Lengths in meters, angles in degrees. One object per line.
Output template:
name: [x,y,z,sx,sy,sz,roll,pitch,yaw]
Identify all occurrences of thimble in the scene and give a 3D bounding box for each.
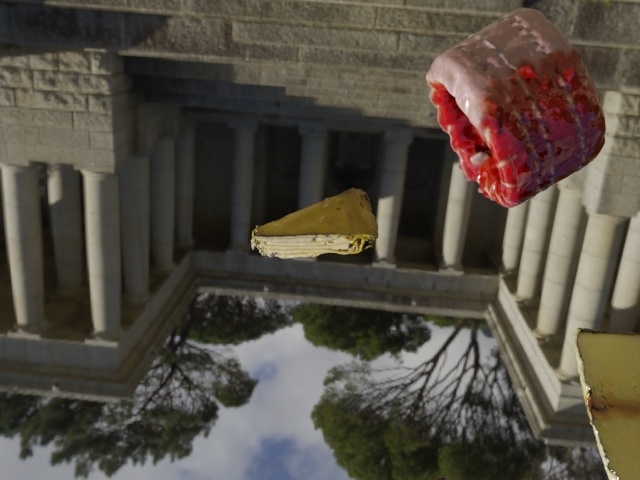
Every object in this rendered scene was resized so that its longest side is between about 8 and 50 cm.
thimble: [0.203,-0.135,0.684,0.125,0.189,0.163,-31,-141,3]

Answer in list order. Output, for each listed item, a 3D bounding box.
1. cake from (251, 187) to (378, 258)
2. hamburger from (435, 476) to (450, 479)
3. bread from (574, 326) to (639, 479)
cake: [0.000,0.003,0.944,0.185,0.080,0.116,-23,-129,-12]
hamburger: [0.252,0.699,1.663,0.231,0.231,0.107,-7,-125,-30]
bread: [0.449,0.237,0.900,0.135,0.240,0.178,-21,148,29]
